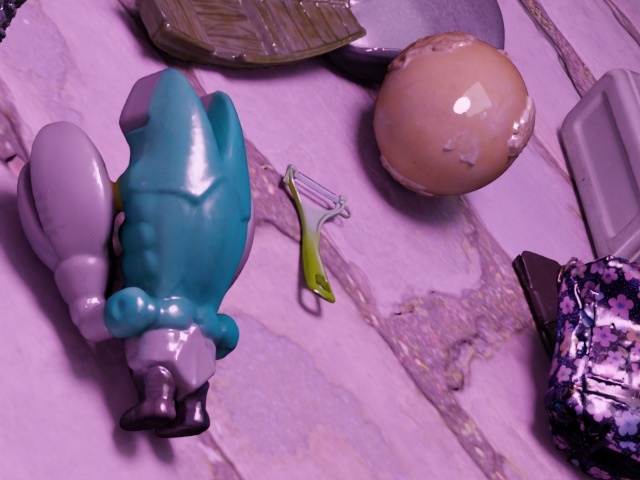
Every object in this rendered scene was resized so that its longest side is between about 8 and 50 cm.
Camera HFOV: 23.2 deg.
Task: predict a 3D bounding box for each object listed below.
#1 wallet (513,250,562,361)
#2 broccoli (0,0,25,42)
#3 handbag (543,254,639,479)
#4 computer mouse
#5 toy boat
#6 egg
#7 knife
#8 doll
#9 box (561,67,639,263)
[{"bbox_3d":[0.251,0.081,1.629,0.082,0.018,0.157,20,41,-40],"label":"wallet"},{"bbox_3d":[-0.320,-0.241,1.081,0.275,0.198,0.177,39,32,-16],"label":"broccoli"},{"bbox_3d":[0.314,0.137,1.506,0.228,0.127,0.208,23,70,-22],"label":"handbag"},{"bbox_3d":[0.098,-0.272,1.739,0.374,0.114,0.203,-13,66,-55],"label":"computer mouse"},{"bbox_3d":[-0.069,-0.205,1.497,0.293,0.055,0.093,-6,63,-50],"label":"toy boat"},{"bbox_3d":[0.130,-0.127,1.564,0.164,0.164,0.201,45,29,-6],"label":"egg"},{"bbox_3d":[-0.002,0.002,1.387,0.078,0.022,0.166,26,35,-23],"label":"knife"},{"bbox_3d":[-0.132,0.003,1.128,0.195,0.153,0.258,52,42,-32],"label":"doll"},{"bbox_3d":[0.411,-0.064,1.866,0.182,0.175,0.312,21,40,-26],"label":"box"}]
